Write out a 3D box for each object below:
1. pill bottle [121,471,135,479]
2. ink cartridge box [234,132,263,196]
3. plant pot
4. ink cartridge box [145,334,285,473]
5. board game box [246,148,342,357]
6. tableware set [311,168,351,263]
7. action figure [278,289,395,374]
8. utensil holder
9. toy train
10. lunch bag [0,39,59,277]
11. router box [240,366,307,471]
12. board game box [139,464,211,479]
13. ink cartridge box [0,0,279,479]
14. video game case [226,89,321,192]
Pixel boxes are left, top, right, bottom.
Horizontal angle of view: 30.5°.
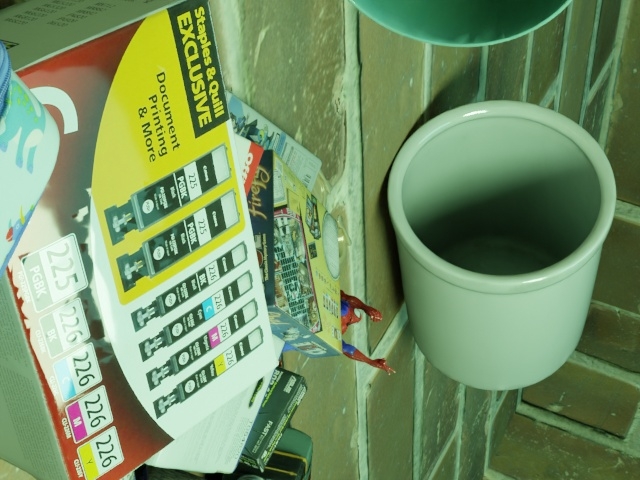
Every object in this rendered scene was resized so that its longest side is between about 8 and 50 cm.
[{"bbox_3d":[-0.216,0.221,1.112,0.078,0.078,0.137,-51,152,-42],"label":"pill bottle"},{"bbox_3d":[-0.134,-0.047,1.031,0.231,0.078,0.134,21,89,-59],"label":"ink cartridge box"},{"bbox_3d":[0.155,-0.393,1.245,0.293,0.293,0.235,85,16,-48],"label":"plant pot"},{"bbox_3d":[-0.109,0.137,1.254,0.223,0.045,0.224,-68,160,-7],"label":"ink cartridge box"},{"bbox_3d":[-0.030,0.022,1.257,0.243,0.042,0.165,46,40,-66],"label":"board game box"},{"bbox_3d":[0.000,0.000,1.470,0.168,0.020,0.141,-72,153,-42],"label":"tableware set"},{"bbox_3d":[0.025,0.126,1.566,0.280,0.139,0.091,-12,120,-69],"label":"action figure"},{"bbox_3d":[0.279,0.025,1.851,0.327,0.328,0.385,-60,159,-27],"label":"utensil holder"},{"bbox_3d":[-0.079,0.396,1.539,0.190,0.142,0.334,-67,164,-48],"label":"toy train"},{"bbox_3d":[-0.254,-0.038,0.586,0.090,0.219,0.176,65,44,-60],"label":"lunch bag"},{"bbox_3d":[-0.084,0.204,1.411,0.122,0.092,0.038,-61,157,-26],"label":"router box"},{"bbox_3d":[-0.161,0.400,1.192,0.232,0.141,0.291,176,-66,-81],"label":"board game box"},{"bbox_3d":[-0.141,-0.021,0.847,0.272,0.130,0.309,-34,127,-37],"label":"ink cartridge box"},{"bbox_3d":[-0.114,0.027,1.262,0.329,0.036,0.300,-69,160,-3],"label":"video game case"}]
